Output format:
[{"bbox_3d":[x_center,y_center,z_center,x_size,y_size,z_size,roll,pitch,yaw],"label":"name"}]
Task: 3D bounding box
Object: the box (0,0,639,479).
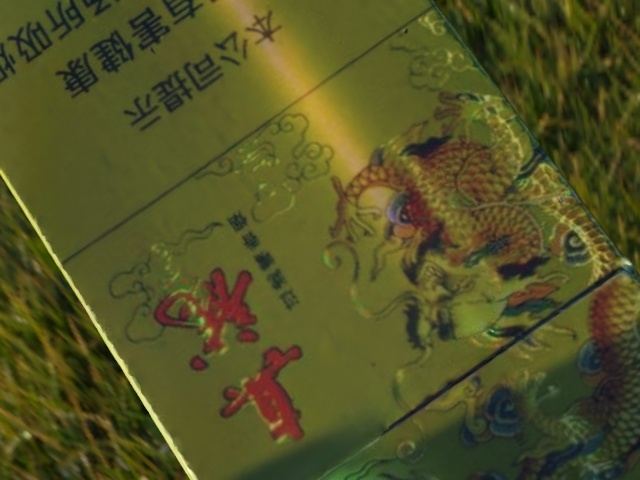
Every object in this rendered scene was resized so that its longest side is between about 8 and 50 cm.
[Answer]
[{"bbox_3d":[0.000,0.000,0.635,0.173,0.043,0.311,-34,75,2],"label":"box"}]
